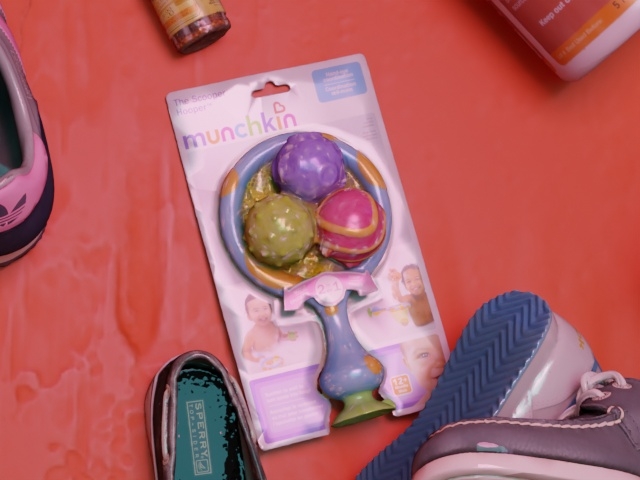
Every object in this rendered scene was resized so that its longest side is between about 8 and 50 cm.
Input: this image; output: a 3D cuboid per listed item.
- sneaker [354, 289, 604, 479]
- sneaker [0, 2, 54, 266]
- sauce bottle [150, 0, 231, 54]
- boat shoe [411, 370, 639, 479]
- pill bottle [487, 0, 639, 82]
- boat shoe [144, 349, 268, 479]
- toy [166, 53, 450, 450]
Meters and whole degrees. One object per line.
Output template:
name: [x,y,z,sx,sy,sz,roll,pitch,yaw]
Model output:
sneaker: [0.092,0.147,1.092,0.092,0.087,0.229,39,88,-36]
sneaker: [-0.238,-0.143,1.053,0.112,0.131,0.319,-26,86,-15]
sauce bottle: [-0.102,-0.183,1.136,0.042,0.042,0.128,-28,85,-15]
boat shoe: [0.173,0.133,1.063,0.319,0.116,0.099,13,55,-36]
pill bottle: [0.133,-0.218,1.149,0.121,0.121,0.216,-43,91,-15]
boat shoe: [-0.063,0.174,1.064,0.078,0.070,0.219,-12,83,-13]
toy: [0.000,0.000,1.116,0.137,0.056,0.237,-13,83,-15]
